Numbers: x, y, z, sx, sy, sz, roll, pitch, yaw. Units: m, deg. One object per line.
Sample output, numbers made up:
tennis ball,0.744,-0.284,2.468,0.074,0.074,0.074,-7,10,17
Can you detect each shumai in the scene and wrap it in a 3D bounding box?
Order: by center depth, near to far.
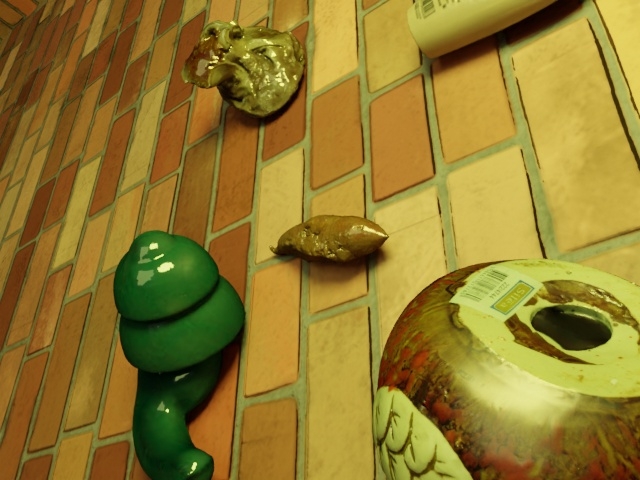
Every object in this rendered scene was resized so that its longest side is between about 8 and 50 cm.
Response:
shumai,-0.128,-0.295,0.983,0.161,0.153,0.210,-44,45,22

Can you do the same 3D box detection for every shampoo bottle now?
shampoo bottle,0.227,-0.308,0.703,0.256,0.078,0.127,-24,44,33

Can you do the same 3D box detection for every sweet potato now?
sweet potato,0.000,0.000,0.733,0.068,0.060,0.205,-40,20,-33

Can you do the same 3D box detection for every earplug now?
earplug,-0.188,0.131,0.742,0.163,0.280,0.257,-6,22,18

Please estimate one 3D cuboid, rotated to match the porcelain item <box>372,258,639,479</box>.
porcelain item,0.152,0.140,0.415,0.253,0.253,0.253,-23,50,31
